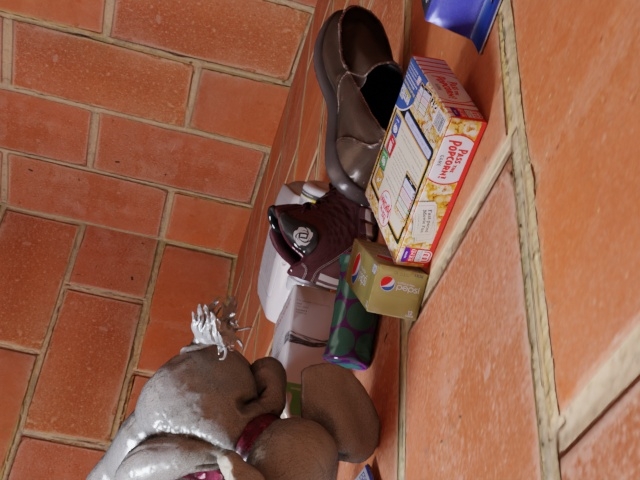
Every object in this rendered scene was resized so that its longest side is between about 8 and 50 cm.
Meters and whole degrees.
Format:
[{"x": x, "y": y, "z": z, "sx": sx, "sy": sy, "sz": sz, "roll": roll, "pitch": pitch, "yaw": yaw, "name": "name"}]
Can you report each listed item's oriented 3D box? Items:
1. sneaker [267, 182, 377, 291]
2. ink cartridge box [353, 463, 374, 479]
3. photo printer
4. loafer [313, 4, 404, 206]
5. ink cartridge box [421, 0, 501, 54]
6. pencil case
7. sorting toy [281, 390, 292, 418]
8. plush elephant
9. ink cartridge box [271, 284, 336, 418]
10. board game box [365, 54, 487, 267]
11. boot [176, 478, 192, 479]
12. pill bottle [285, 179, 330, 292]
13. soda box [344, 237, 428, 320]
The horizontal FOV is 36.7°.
[{"x": 0.006, "y": -0.063, "z": 1.449, "sx": 0.106, "sy": 0.162, "sz": 0.281, "roll": 120, "pitch": 161, "yaw": -63, "name": "sneaker"}, {"x": 0.008, "y": 0.383, "z": 1.058, "sx": 0.224, "sy": 0.045, "sz": 0.223, "roll": -47, "pitch": 13, "yaw": 7, "name": "ink cartridge box"}, {"x": -0.041, "y": 0.024, "z": 1.815, "sx": 0.307, "sy": 0.107, "sz": 0.256, "roll": -135, "pitch": 58, "yaw": -79, "name": "photo printer"}, {"x": 0.083, "y": -0.217, "z": 1.403, "sx": 0.130, "sy": 0.133, "sz": 0.366, "roll": -39, "pitch": 43, "yaw": 38, "name": "loafer"}, {"x": 0.172, "y": -0.367, "z": 1.170, "sx": 0.333, "sy": 0.065, "sz": 0.165, "roll": -92, "pitch": 18, "yaw": -57, "name": "ink cartridge box"}, {"x": 0.045, "y": 0.096, "z": 1.297, "sx": 0.070, "sy": 0.064, "sz": 0.152, "roll": -19, "pitch": 56, "yaw": 61, "name": "pencil case"}, {"x": -0.064, "y": 0.313, "z": 1.384, "sx": 0.193, "sy": 0.038, "sz": 0.208, "roll": -7, "pitch": 97, "yaw": 66, "name": "sorting toy"}, {"x": -0.083, "y": 0.248, "z": 1.137, "sx": 0.271, "sy": 0.255, "sz": 0.330, "roll": -29, "pitch": -25, "yaw": -40, "name": "plush elephant"}, {"x": -0.027, "y": 0.203, "z": 1.512, "sx": 0.160, "sy": 0.092, "sz": 0.219, "roll": 116, "pitch": 164, "yaw": -57, "name": "ink cartridge box"}, {"x": 0.113, "y": -0.090, "z": 1.100, "sx": 0.147, "sy": 0.045, "sz": 0.194, "roll": -108, "pitch": 30, "yaw": -50, "name": "board game box"}, {"x": -0.195, "y": 0.442, "z": 1.795, "sx": 0.091, "sy": 0.228, "sz": 0.263, "roll": -87, "pitch": 13, "yaw": -49, "name": "boot"}, {"x": 0.000, "y": 0.000, "z": 1.602, "sx": 0.103, "sy": 0.103, "sz": 0.184, "roll": -107, "pitch": 31, "yaw": -73, "name": "pill bottle"}, {"x": 0.076, "y": 0.044, "z": 1.176, "sx": 0.181, "sy": 0.061, "sz": 0.058, "roll": -123, "pitch": 46, "yaw": -78, "name": "soda box"}]
